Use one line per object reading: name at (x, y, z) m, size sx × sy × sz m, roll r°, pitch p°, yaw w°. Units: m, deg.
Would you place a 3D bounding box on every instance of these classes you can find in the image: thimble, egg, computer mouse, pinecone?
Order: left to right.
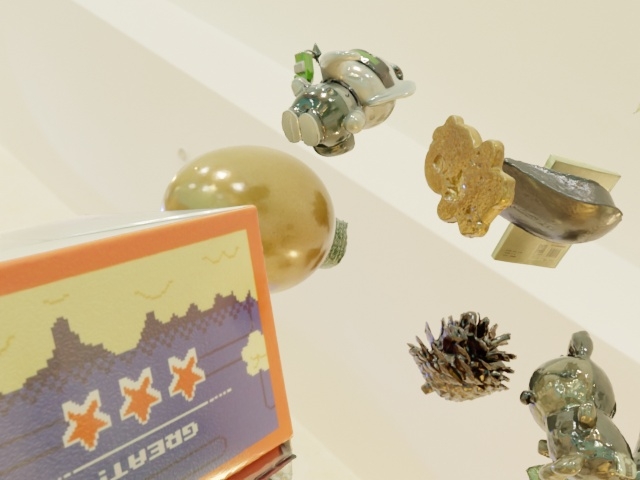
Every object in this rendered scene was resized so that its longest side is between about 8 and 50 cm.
egg at (-0.116, -0.034, 0.966) m, size 0.250 × 0.323 × 0.249 m, roll -2°, pitch -93°, yaw 32°
thimble at (-0.002, 0.001, 1.404) m, size 0.119 × 0.090 × 0.135 m, roll 21°, pitch -81°, yaw 41°
pinecone at (0.401, 0.328, 1.650) m, size 0.296 × 0.298 × 0.241 m, roll -21°, pitch -123°, yaw 16°
computer mouse at (0.467, -0.067, 1.215) m, size 0.296 × 0.087 × 0.168 m, roll 20°, pitch -28°, yaw 5°

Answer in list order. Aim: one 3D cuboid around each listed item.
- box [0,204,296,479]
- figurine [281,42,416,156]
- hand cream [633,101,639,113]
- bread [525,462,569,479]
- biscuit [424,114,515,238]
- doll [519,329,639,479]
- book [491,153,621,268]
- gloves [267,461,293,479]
box at (-0.264, 0.120, 0.558) m, size 0.349 × 0.319 × 0.256 m, roll 0°, pitch -79°, yaw 41°
figurine at (0.035, -0.180, 0.729) m, size 0.147 × 0.192 × 0.126 m, roll 12°, pitch -53°, yaw 42°
hand cream at (0.605, -0.266, 1.074) m, size 0.022 × 0.102 × 0.035 m, roll 45°, pitch -33°, yaw -5°
bread at (0.624, 0.645, 1.535) m, size 0.157 × 0.102 × 0.110 m, roll -4°, pitch -32°, yaw 16°
biscuit at (0.267, -0.122, 1.082) m, size 0.184 × 0.035 × 0.248 m, roll -61°, pitch -143°, yaw 33°
doll at (0.675, 0.438, 1.413) m, size 0.379 × 0.382 × 0.252 m, roll 24°, pitch -47°, yaw -8°
book at (0.547, -0.055, 1.366) m, size 0.282 × 0.215 × 0.025 m, roll -66°, pitch -151°, yaw 29°
gloves at (-0.066, 0.277, 0.673) m, size 0.114 × 0.071 × 0.153 m, roll -136°, pitch -154°, yaw -83°
